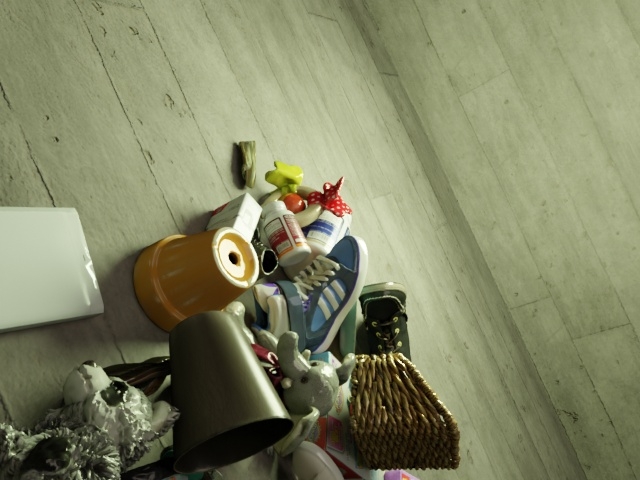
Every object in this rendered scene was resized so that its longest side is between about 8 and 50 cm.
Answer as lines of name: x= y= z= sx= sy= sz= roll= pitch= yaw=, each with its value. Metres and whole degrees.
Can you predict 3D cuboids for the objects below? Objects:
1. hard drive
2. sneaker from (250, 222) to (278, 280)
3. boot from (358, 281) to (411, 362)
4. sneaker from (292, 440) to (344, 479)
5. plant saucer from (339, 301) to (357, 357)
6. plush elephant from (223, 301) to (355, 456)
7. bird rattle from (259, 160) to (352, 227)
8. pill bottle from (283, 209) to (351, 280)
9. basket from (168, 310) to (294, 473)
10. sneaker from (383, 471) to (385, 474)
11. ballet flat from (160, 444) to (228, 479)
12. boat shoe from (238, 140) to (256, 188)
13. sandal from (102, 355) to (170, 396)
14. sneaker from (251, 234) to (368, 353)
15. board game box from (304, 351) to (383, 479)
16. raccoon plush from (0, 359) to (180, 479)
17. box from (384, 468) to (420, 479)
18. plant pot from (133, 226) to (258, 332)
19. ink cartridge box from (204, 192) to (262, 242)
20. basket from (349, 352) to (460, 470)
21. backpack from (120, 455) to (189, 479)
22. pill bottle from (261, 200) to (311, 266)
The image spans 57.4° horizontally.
hard drive: x=-0.506 y=0.044 z=0.923 sx=0.307 sy=0.040 sz=0.203 roll=-3 pitch=71 yaw=-58
sneaker: x=-0.152 y=0.018 z=1.412 sx=0.083 sy=0.118 sz=0.222 roll=38 pitch=39 yaw=-37
boot: x=0.190 y=0.292 z=1.640 sx=0.377 sy=0.138 sz=0.284 roll=75 pitch=10 yaw=-65
sneaker: x=-0.009 y=0.564 z=1.207 sx=0.123 sy=0.106 sz=0.290 roll=-31 pitch=109 yaw=-55
plant saucer: x=0.077 y=0.172 z=1.582 sx=0.317 sy=0.043 sz=0.317 roll=2 pitch=90 yaw=-88
plush elephant: x=-0.081 y=0.286 z=1.186 sx=0.330 sy=0.255 sz=0.272 roll=57 pitch=31 yaw=-13
bird rattle: x=-0.053 y=-0.094 z=1.569 sx=0.207 sy=0.253 sz=0.143 roll=-44 pitch=148 yaw=-31
pill bottle: x=0.000 y=0.000 z=1.627 sx=0.153 sy=0.153 sz=0.265 roll=53 pitch=32 yaw=-20
basket: x=-0.178 y=0.249 z=1.006 sx=0.154 sy=0.204 sz=0.227 roll=72 pitch=-6 yaw=-55
sneaker: x=0.159 y=0.588 z=1.558 sx=0.037 sy=0.032 sz=0.083 roll=52 pitch=32 yaw=-21
ballet flat: x=-0.222 y=0.428 z=1.071 sx=0.188 sy=0.070 sz=0.070 roll=55 pitch=31 yaw=-19
boat shoe: x=-0.199 y=-0.207 z=1.583 sx=0.056 sy=0.048 sz=0.153 roll=104 pitch=-15 yaw=-62
sandal: x=-0.320 y=0.249 z=1.040 sx=0.219 sy=0.090 sz=0.060 roll=0 pitch=90 yaw=-65
sneaker: x=-0.038 y=0.110 z=1.383 sx=0.236 sy=0.130 sz=0.323 roll=23 pitch=92 yaw=-38
board game box: x=0.062 y=0.452 z=1.420 sx=0.316 sy=0.064 sz=0.242 roll=52 pitch=31 yaw=-41
raccoon plush: x=-0.366 y=0.398 z=0.813 sx=0.299 sy=0.216 sz=0.446 roll=19 pitch=81 yaw=-65
box: x=0.275 y=0.766 z=1.581 sx=0.293 sy=0.057 sz=0.201 roll=41 pitch=38 yaw=-35
plant pot: x=-0.235 y=0.065 z=1.179 sx=0.205 sy=0.188 sz=0.205 roll=37 pitch=40 yaw=-39
ink cartridge box: x=-0.211 y=-0.027 z=1.363 sx=0.063 sy=0.109 sz=0.150 roll=49 pitch=33 yaw=-29
basket: x=0.197 y=0.377 z=1.321 sx=0.299 sy=0.223 sz=0.213 roll=70 pitch=19 yaw=-50
backpack: x=-0.260 y=0.449 z=0.926 sx=0.152 sy=0.115 sz=0.182 roll=3 pitch=61 yaw=-54
pill bottle: x=-0.090 y=-0.018 z=1.437 sx=0.086 sy=0.086 sz=0.152 roll=8 pitch=52 yaw=-55
